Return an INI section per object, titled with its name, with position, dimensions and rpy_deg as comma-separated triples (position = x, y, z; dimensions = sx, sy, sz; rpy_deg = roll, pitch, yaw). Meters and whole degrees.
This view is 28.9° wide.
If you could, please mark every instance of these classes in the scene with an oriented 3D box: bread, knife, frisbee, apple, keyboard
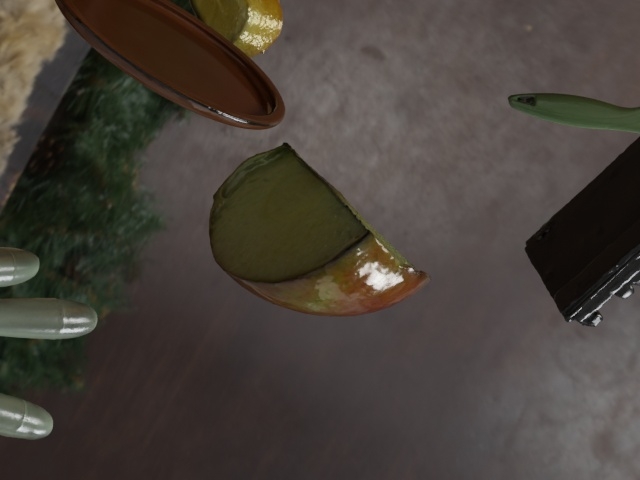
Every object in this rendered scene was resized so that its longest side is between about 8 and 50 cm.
[bread]
position = -0.130, -0.348, 1.627
dimensions = 0.102, 0.094, 0.245
rpy_deg = -37, 67, 31
[knife]
position = 0.226, -0.084, 0.852
dimensions = 0.207, 0.014, 0.030
rpy_deg = 13, 93, 27
[frisbee]
position = -0.140, -0.180, 1.162
dimensions = 0.251, 0.251, 0.021
rpy_deg = 31, 109, -10
[apple]
position = 0.000, 0.000, 1.519
dimensions = 0.254, 0.346, 0.179
rpy_deg = -10, 115, -19
[keyboard]
position = 0.192, -0.054, 0.582
dimensions = 0.023, 0.072, 0.231
rpy_deg = 35, 110, -28

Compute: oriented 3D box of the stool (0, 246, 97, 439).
[stool]
position = -0.399, 0.107, 1.413
dimensions = 0.199, 0.195, 0.195
rpy_deg = 9, 109, -49
